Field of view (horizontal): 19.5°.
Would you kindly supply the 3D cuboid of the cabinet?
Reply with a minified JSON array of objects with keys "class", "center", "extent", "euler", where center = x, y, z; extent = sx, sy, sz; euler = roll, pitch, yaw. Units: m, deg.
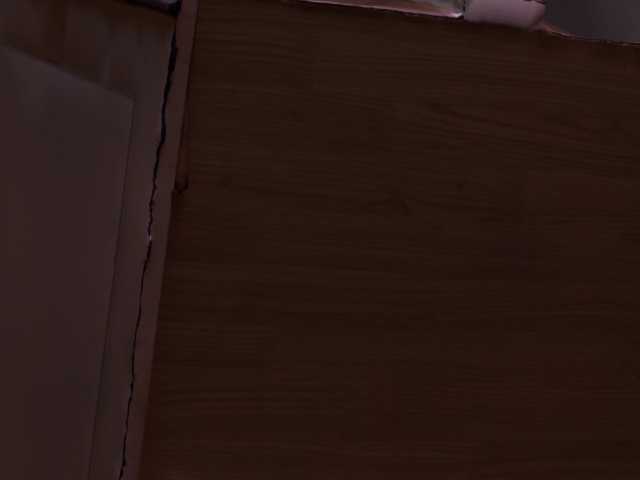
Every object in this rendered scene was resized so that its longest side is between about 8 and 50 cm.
[{"class":"cabinet","center":[0.000,0.000,0.740],"extent":[0.290,0.318,0.227],"euler":[3,10,-29]}]
